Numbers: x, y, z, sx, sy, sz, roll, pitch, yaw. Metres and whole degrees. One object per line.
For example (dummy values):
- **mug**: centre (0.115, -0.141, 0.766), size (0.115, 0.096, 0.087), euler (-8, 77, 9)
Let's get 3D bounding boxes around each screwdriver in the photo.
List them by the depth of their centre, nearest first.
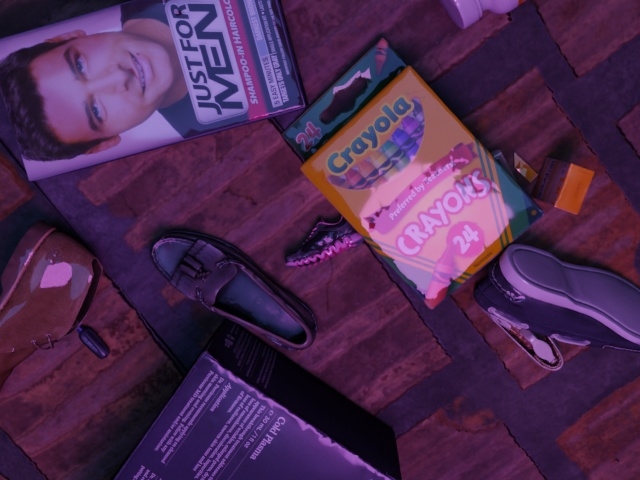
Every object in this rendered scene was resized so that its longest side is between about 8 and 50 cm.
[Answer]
- **screwdriver**: centre (-0.374, 0.111, 1.145), size (0.170, 0.024, 0.025), euler (44, 127, 0)

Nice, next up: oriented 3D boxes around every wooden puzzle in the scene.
- **wooden puzzle**: centre (0.240, -0.083, 1.097), size (0.116, 0.014, 0.078), euler (-36, 97, 7)

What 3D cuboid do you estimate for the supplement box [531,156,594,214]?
- **supplement box**: centre (0.325, -0.075, 1.053), size (0.036, 0.098, 0.062), euler (18, 99, -5)

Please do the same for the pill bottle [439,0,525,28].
- **pill bottle**: centre (0.251, -0.369, 0.992), size (0.216, 0.121, 0.121), euler (-33, 98, 7)

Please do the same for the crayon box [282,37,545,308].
- **crayon box**: centre (0.118, -0.090, 1.056), size (0.202, 0.081, 0.318), euler (-43, 95, 13)

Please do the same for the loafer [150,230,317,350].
- **loafer**: centre (-0.118, 0.068, 1.092), size (0.268, 0.084, 0.096), euler (31, 90, -5)

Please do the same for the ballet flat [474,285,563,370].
- **ballet flat**: centre (0.289, 0.120, 1.111), size (0.168, 0.052, 0.057), euler (44, 99, -6)

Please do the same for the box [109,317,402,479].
- **box**: centre (-0.113, 0.347, 1.097), size (0.313, 0.179, 0.343), euler (36, 99, -3)

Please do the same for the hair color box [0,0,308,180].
- **hair color box**: centre (-0.221, -0.217, 1.033), size (0.375, 0.113, 0.185), euler (-15, 99, 5)

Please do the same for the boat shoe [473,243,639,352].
- **boat shoe**: centre (0.352, 0.093, 1.079), size (0.303, 0.114, 0.091), euler (24, 132, -16)

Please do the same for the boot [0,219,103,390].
- **boot**: centre (-0.413, 0.131, 1.097), size (0.115, 0.112, 0.305), euler (29, 101, -4)

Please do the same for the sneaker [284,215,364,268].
- **sneaker**: centre (0.000, 0.000, 1.107), size (0.119, 0.047, 0.057), euler (-24, 79, 3)
